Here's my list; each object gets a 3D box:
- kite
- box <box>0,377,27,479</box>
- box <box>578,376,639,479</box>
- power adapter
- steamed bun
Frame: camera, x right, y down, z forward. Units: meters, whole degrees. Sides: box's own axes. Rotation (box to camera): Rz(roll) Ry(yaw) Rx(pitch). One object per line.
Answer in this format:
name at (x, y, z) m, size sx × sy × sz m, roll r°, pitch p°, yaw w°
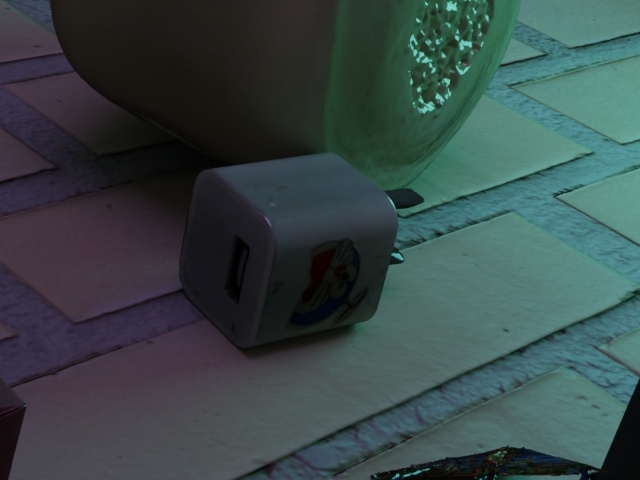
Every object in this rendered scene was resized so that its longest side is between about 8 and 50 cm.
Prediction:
kite at (0.129, 0.168, 1.143) m, size 0.182 × 0.010 × 0.160 m, roll -3°, pitch 4°, yaw 16°
box at (-0.264, 0.119, 1.023) m, size 0.060 × 0.111 × 0.156 m, roll -4°, pitch 33°, yaw -43°
box at (0.283, 0.199, 1.082) m, size 0.163 × 0.135 × 0.243 m, roll 10°, pitch 29°, yaw -4°
power adapter at (0.000, 0.000, 1.328) m, size 0.204 × 0.130 × 0.125 m, roll -11°, pitch 37°, yaw -35°
steamed bun at (-0.034, -0.211, 1.535) m, size 0.371 × 0.290 × 0.456 m, roll 21°, pitch 18°, yaw 27°
